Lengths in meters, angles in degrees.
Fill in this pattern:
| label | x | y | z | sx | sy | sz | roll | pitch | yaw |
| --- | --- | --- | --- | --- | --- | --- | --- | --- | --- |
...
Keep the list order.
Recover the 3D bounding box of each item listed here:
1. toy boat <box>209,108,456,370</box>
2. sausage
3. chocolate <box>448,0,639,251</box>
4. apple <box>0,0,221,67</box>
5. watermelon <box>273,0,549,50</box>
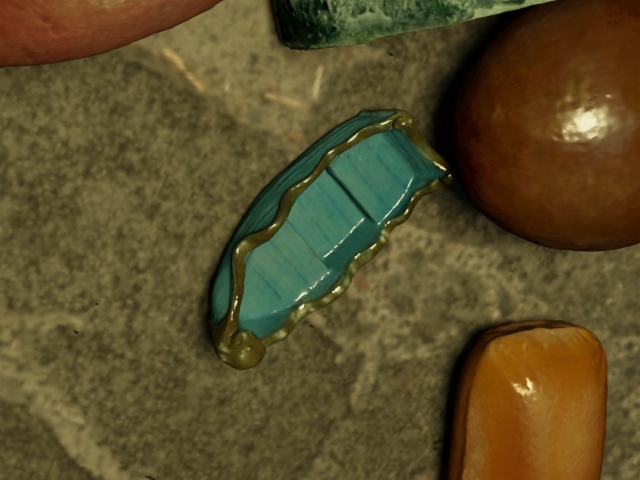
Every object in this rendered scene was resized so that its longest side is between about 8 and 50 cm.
| label | x | y | z | sx | sy | sz | roll | pitch | yaw |
| --- | --- | --- | --- | --- | --- | --- | --- | --- | --- |
| toy boat | 0.000 | 0.000 | 0.807 | 0.185 | 0.077 | 0.075 | -43 | 118 | -5 |
| sausage | 0.136 | 0.185 | 0.911 | 0.105 | 0.105 | 0.274 | -3 | 108 | -22 |
| chocolate | 0.153 | -0.070 | 0.810 | 0.177 | 0.177 | 0.176 | -7 | 109 | -21 |
| apple | -0.140 | -0.213 | 0.568 | 0.306 | 0.306 | 0.235 | -19 | 127 | -16 |
| watermelon | 0.102 | -0.246 | 0.762 | 0.320 | 0.214 | 0.289 | -21 | 80 | 25 |
